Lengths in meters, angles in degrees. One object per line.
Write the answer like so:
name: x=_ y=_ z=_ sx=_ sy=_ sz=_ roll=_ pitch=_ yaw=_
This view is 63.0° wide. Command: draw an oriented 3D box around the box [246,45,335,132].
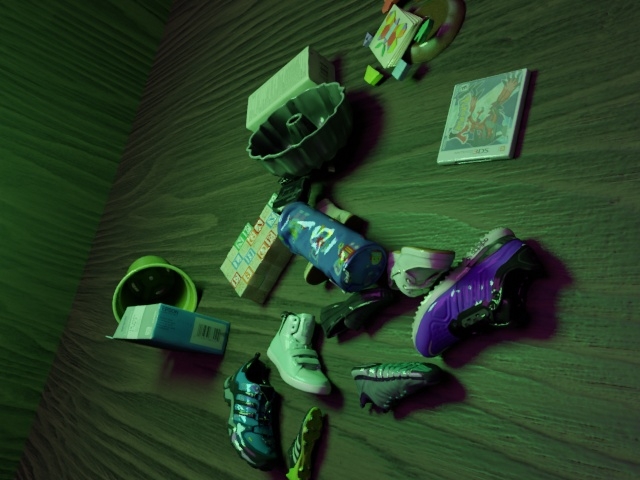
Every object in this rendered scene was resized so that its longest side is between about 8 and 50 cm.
box: x=-0.102 y=-0.470 z=1.711 sx=0.311 sy=0.121 sz=0.148 roll=-26 pitch=53 yaw=40

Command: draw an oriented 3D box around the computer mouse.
computer mouse: x=-0.036 y=-0.142 z=1.445 sx=0.184 sy=0.060 sz=0.262 roll=-24 pitch=24 yaw=12

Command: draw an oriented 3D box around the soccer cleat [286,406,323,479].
soccer cleat: x=-0.042 y=0.470 z=1.203 sx=0.072 sy=0.060 sz=0.179 roll=2 pitch=75 yaw=51

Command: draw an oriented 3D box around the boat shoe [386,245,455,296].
boat shoe: x=0.195 y=0.066 z=1.045 sx=0.277 sy=0.098 sz=0.096 roll=126 pitch=152 yaw=-82

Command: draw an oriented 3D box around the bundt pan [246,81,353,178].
bundt pan: x=-0.042 y=-0.302 z=1.495 sx=0.330 sy=0.124 sz=0.331 roll=-26 pitch=35 yaw=20

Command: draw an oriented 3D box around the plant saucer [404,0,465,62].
plant saucer: x=0.286 y=-0.568 z=1.377 sx=0.198 sy=0.036 sz=0.199 roll=-26 pitch=52 yaw=39

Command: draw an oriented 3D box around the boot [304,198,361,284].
boot: x=0.000 y=0.000 z=1.385 sx=0.213 sy=0.077 sz=0.165 roll=-57 pitch=39 yaw=3

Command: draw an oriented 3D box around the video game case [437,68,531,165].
video game case: x=0.355 y=-0.267 z=1.149 sx=0.183 sy=0.023 sz=0.202 roll=3 pitch=73 yaw=50

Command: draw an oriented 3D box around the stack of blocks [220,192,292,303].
stack of blocks: x=-0.165 y=0.014 z=1.559 sx=0.297 sy=0.087 sz=0.171 roll=-58 pitch=40 yaw=10

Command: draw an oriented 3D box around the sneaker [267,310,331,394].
sneaker: x=-0.042 y=0.263 z=1.275 sx=0.256 sy=0.094 sz=0.151 roll=28 pitch=99 yaw=54

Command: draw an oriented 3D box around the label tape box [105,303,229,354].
label tape box: x=-0.494 y=0.287 z=1.673 sx=0.347 sy=0.249 sz=0.115 roll=-8 pitch=65 yaw=47

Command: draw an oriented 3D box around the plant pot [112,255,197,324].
plant pot: x=-0.602 y=0.176 z=1.882 sx=0.276 sy=0.276 sz=0.254 roll=-62 pitch=26 yaw=5

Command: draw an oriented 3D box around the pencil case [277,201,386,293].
pencil case: x=0.017 y=0.015 z=1.214 sx=0.306 sy=0.119 sz=0.133 roll=34 pitch=98 yaw=47

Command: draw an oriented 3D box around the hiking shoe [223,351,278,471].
hiking shoe: x=-0.168 y=0.430 z=1.326 sx=0.132 sy=0.113 sz=0.304 roll=-53 pitch=40 yaw=17

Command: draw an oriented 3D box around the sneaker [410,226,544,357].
sneaker: x=0.290 y=0.124 z=0.957 sx=0.293 sy=0.102 sz=0.146 roll=-55 pitch=40 yaw=14

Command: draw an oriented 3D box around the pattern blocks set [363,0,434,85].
pattern blocks set: x=0.201 y=-0.566 z=1.437 sx=0.286 sy=0.026 sz=0.325 roll=-64 pitch=28 yaw=16

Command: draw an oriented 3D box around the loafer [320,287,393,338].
loafer: x=0.083 y=0.169 z=1.205 sx=0.223 sy=0.076 sz=0.078 roll=-32 pitch=54 yaw=42

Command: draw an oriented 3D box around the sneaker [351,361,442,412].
sneaker: x=0.159 y=0.300 z=1.059 sx=0.223 sy=0.083 sz=0.098 roll=-15 pitch=81 yaw=50
